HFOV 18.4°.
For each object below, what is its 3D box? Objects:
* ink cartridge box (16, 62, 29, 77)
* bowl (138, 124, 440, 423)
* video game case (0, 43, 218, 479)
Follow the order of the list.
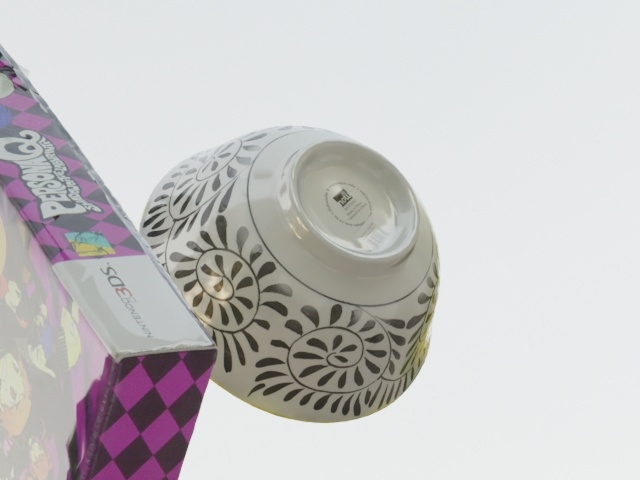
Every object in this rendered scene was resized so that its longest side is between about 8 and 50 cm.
[{"bbox_3d":[-0.242,-0.081,1.075,0.135,0.056,0.099,31,-55,-21],"label":"ink cartridge box"},{"bbox_3d":[0.000,0.000,1.004,0.170,0.170,0.080,-19,-21,-37],"label":"bowl"},{"bbox_3d":[-0.123,0.069,0.709,0.042,0.210,0.232,-3,-54,-33],"label":"video game case"}]
